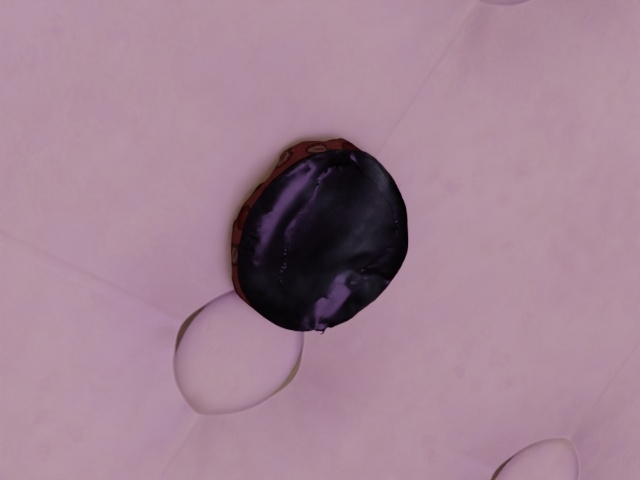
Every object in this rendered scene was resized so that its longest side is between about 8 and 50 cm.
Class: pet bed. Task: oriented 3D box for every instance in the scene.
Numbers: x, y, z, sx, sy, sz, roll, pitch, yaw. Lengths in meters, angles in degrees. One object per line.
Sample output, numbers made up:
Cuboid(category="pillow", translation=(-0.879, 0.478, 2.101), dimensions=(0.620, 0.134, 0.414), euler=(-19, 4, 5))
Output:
Cuboid(category="pet bed", translation=(0.000, 0.000, 1.196), dimensions=(0.201, 0.053, 0.201), euler=(-12, 117, -24))
